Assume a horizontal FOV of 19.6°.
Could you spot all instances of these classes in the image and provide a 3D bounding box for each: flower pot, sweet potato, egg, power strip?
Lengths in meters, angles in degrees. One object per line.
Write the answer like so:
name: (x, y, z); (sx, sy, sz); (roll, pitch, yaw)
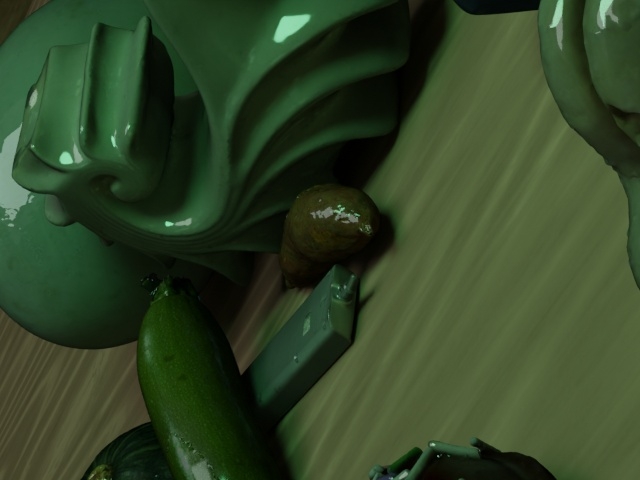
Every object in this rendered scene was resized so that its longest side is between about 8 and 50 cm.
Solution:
flower pot: (-0.075, -0.128, 1.465); (0.367, 0.254, 0.164); (-52, 26, 42)
sweet potato: (-0.002, -0.006, 1.441); (0.226, 0.068, 0.068); (142, 143, -69)
egg: (-0.205, -0.077, 1.763); (0.276, 0.276, 0.389); (131, 149, -51)
power strip: (-0.021, 0.090, 1.457); (0.252, 0.027, 0.060); (130, 153, -50)

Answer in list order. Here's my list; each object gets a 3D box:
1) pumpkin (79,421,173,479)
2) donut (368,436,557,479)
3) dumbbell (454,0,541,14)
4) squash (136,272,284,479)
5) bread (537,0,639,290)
pumpkin: (-0.141, 0.228, 1.523); (0.167, 0.125, 0.167); (-31, 44, 35)
donut: (0.052, 0.233, 0.977); (0.269, 0.103, 0.269); (-54, 25, 39)
dumbbell: (0.120, -0.289, 1.220); (0.144, 0.156, 0.316); (-29, 37, 21)
squash: (-0.096, 0.126, 1.469); (0.087, 0.087, 0.331); (-62, 31, 28)
bread: (0.190, -0.117, 0.786); (0.102, 0.183, 0.337); (-13, 61, 61)
